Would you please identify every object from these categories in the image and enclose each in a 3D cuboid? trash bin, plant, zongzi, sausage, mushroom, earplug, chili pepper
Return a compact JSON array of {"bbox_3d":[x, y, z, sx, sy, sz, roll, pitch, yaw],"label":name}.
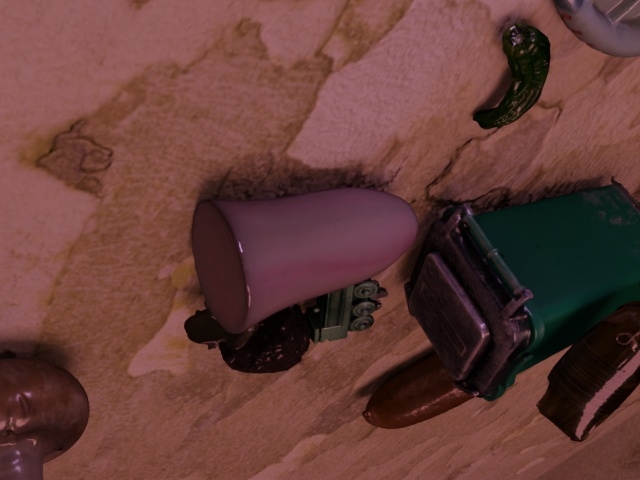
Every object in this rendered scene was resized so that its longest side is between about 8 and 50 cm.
[{"bbox_3d":[0.358,0.052,1.313,0.381,0.259,0.295,-19,149,-21],"label":"trash bin"},{"bbox_3d":[-0.101,0.125,1.202,0.142,0.131,0.203,-28,158,8],"label":"plant"},{"bbox_3d":[0.457,0.166,1.251,0.241,0.111,0.248,-25,150,-59],"label":"zongzi"},{"bbox_3d":[0.309,0.261,1.697,0.500,0.123,0.136,-35,145,18],"label":"sausage"},{"bbox_3d":[-0.437,0.289,1.133,0.243,0.244,0.243,-17,148,-11],"label":"mushroom"},{"bbox_3d":[0.000,0.000,1.076,0.301,0.172,0.172,-15,148,-27],"label":"earplug"},{"bbox_3d":[0.247,-0.206,1.022,0.073,0.050,0.182,-23,152,-16],"label":"chili pepper"}]

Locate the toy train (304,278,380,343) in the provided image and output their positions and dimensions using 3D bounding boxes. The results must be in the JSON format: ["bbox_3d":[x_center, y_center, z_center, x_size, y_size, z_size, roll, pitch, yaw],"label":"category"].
[{"bbox_3d":[0.035,0.094,1.303,0.111,0.071,0.170,-10,140,-13],"label":"toy train"}]

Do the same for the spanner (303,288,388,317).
[{"bbox_3d":[-0.023,0.137,1.385,0.301,0.017,0.071,-15,147,-16],"label":"spanner"}]

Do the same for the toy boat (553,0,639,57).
[{"bbox_3d":[0.369,-0.281,0.967,0.207,0.079,0.134,17,127,-46],"label":"toy boat"}]
